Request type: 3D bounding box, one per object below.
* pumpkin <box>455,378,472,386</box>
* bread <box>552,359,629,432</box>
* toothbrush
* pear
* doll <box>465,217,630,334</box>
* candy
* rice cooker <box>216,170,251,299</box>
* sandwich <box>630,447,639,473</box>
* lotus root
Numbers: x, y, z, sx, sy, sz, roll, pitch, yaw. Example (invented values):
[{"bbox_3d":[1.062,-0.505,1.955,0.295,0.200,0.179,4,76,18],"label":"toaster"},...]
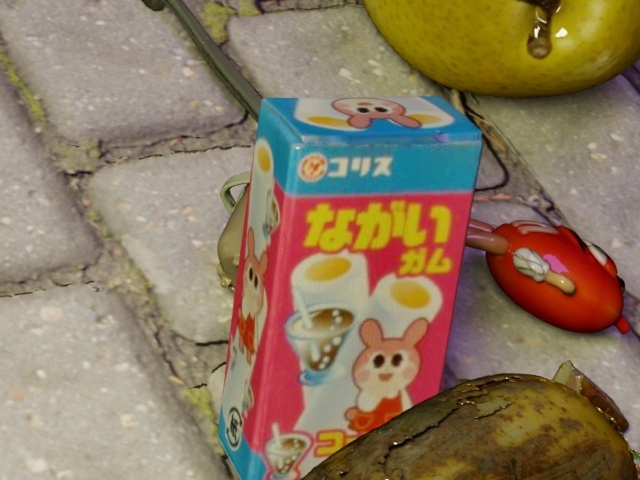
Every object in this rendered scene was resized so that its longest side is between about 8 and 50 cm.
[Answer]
[{"bbox_3d":[0.156,0.151,1.583,0.074,0.054,0.083,3,38,-23],"label":"pumpkin"},{"bbox_3d":[0.219,0.147,1.611,0.062,0.109,0.043,-41,51,4],"label":"bread"},{"bbox_3d":[-0.100,-0.175,1.878,0.030,0.031,0.297,-11,48,-41],"label":"toothbrush"},{"bbox_3d":[0.199,-0.326,1.911,0.362,0.362,0.418,4,37,-15],"label":"pear"},{"bbox_3d":[0.191,0.021,1.685,0.217,0.085,0.183,28,7,-1],"label":"doll"},{"bbox_3d":[0.019,0.042,1.457,0.157,0.306,0.100,-2,27,-21],"label":"candy"},{"bbox_3d":[0.000,0.000,1.602,0.206,0.145,0.127,-3,49,42],"label":"rice cooker"},{"bbox_3d":[0.263,0.214,1.567,0.067,0.029,0.135,-28,59,-33],"label":"sandwich"},{"bbox_3d":[0.085,0.224,1.374,0.397,0.179,0.196,-27,76,-43],"label":"lotus root"}]
